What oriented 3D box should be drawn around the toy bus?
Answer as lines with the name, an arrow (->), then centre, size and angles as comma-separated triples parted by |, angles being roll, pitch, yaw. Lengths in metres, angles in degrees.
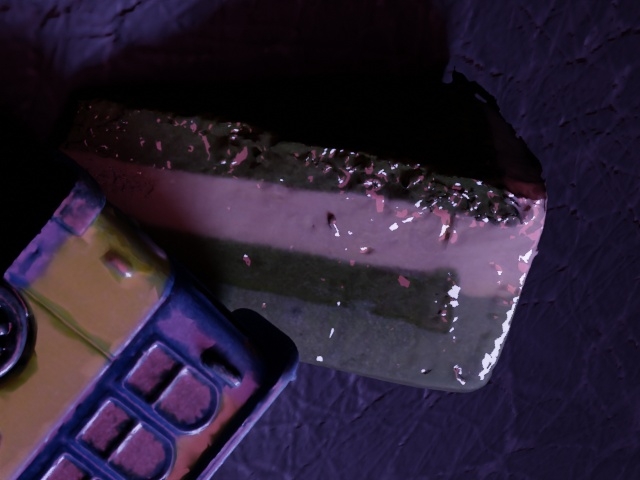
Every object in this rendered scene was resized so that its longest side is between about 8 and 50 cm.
toy bus -> -0.180, 0.120, 1.070 | 0.190, 0.152, 0.312 | 40, 86, -17

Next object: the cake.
cake -> -0.006, -0.001, 1.169 | 0.283, 0.172, 0.158 | -3, 120, -35
